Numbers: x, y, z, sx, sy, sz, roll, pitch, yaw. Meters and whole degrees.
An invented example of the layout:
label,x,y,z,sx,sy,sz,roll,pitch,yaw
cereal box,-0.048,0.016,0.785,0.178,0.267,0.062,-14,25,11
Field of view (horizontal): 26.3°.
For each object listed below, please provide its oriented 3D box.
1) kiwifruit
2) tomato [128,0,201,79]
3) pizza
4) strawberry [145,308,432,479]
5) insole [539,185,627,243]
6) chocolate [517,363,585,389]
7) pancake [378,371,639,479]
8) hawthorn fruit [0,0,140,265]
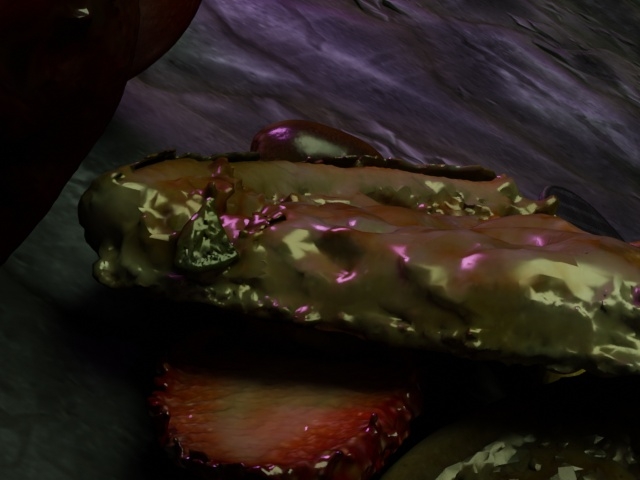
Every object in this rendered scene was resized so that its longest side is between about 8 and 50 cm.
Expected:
label,x,y,z,sx,sy,sz,roll,pitch,yaw
kiwifruit,0.002,-0.054,1.094,0.124,0.075,0.075,22,27,-23
tomato,-0.211,-0.219,0.964,0.270,0.270,0.227,32,57,5
pizza,0.036,-0.002,0.874,0.391,0.080,0.435,6,9,-17
strawberry,-0.032,0.107,0.757,0.167,0.087,0.208,10,21,20
insole,0.277,0.036,1.281,0.110,0.012,0.309,21,27,-20
chocolate,0.178,0.071,1.054,0.085,0.086,0.219,26,30,-8
pancake,0.199,0.203,0.678,0.382,0.071,0.382,0,42,0
hawthorn fruit,-0.251,-0.117,0.727,0.311,0.295,0.295,17,12,43
